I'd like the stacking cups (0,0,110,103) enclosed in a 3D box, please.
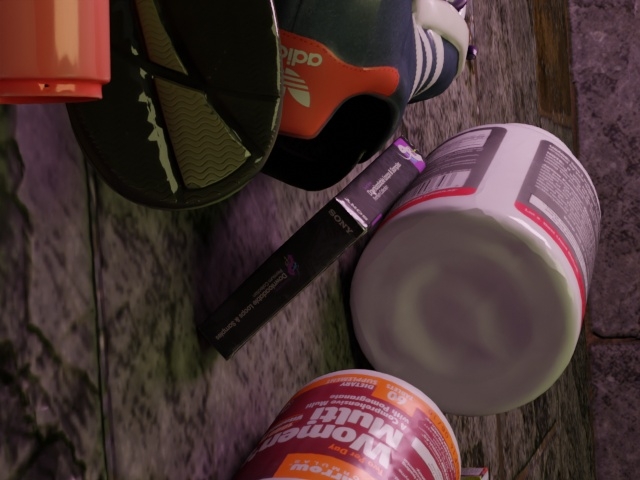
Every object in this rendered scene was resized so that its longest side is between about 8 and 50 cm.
[{"bbox_3d":[-0.115,-0.208,0.461,0.096,0.096,0.316,-4,92,-72],"label":"stacking cups"}]

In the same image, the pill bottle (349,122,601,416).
[{"bbox_3d":[0.145,0.003,1.087,0.318,0.176,0.176,-52,136,-64],"label":"pill bottle"}]

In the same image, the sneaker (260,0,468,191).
[{"bbox_3d":[0.008,-0.102,0.806,0.350,0.131,0.148,16,92,-77],"label":"sneaker"}]

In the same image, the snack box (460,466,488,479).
[{"bbox_3d":[0.079,0.243,0.959,0.037,0.100,0.141,-8,94,-73],"label":"snack box"}]

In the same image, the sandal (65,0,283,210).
[{"bbox_3d":[-0.079,-0.163,0.573,0.086,0.120,0.302,161,-71,-80],"label":"sandal"}]

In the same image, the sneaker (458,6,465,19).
[{"bbox_3d":[0.104,-0.297,1.169,0.121,0.079,0.216,56,36,-60],"label":"sneaker"}]

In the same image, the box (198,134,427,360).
[{"bbox_3d":[0.000,0.000,0.754,0.029,0.116,0.162,46,23,-2],"label":"box"}]

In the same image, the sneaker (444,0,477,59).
[{"bbox_3d":[0.058,-0.212,0.981,0.223,0.098,0.083,58,33,-57],"label":"sneaker"}]

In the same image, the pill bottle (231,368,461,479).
[{"bbox_3d":[0.000,0.166,0.696,0.221,0.121,0.121,-48,132,-66],"label":"pill bottle"}]
